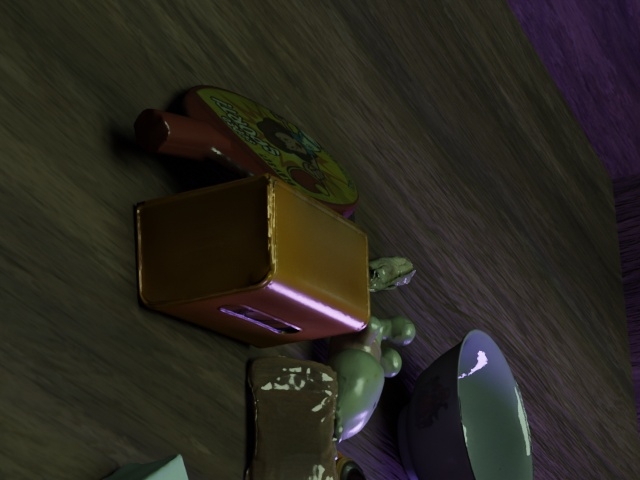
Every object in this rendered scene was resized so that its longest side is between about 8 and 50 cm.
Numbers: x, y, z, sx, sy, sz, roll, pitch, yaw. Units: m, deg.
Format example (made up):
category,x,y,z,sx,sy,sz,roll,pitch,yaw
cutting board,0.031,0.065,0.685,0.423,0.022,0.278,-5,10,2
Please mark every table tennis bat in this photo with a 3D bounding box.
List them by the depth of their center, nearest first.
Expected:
category,x,y,z,sx,sy,sz,roll,pitch,yaw
table tennis bat,-0.096,-0.120,1.753,0.268,0.051,0.415,46,20,25

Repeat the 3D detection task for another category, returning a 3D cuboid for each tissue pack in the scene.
category,x,y,z,sx,sy,sz,roll,pitch,yaw
tissue pack,-0.075,0.035,1.678,0.274,0.194,0.145,27,53,-59

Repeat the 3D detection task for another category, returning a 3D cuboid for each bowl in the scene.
category,x,y,z,sx,sy,sz,roll,pitch,yaw
bowl,0.226,0.330,2.220,0.345,0.157,0.345,43,40,-52

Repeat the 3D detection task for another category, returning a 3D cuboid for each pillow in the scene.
category,x,y,z,sx,sy,sz,roll,pitch,yaw
pillow,-0.034,0.252,1.771,0.135,0.034,0.211,10,60,-17

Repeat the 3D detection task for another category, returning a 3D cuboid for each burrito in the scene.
category,x,y,z,sx,sy,sz,roll,pitch,yaw
burrito,0.109,0.057,2.253,0.058,0.045,0.188,54,23,14

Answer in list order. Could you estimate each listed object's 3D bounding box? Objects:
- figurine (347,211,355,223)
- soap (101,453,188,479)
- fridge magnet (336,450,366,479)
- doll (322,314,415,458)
category,x,y,z,sx,sy,sz,roll,pitch,yaw
figurine,0.000,0.000,1.976,0.138,0.110,0.245,-41,122,-51
soap,-0.176,0.378,1.402,0.160,0.088,0.265,-25,100,-66
fridge magnet,0.027,0.363,1.884,0.143,0.063,0.143,42,39,-47
doll,0.039,0.202,1.931,0.275,0.113,0.155,-51,167,-50
